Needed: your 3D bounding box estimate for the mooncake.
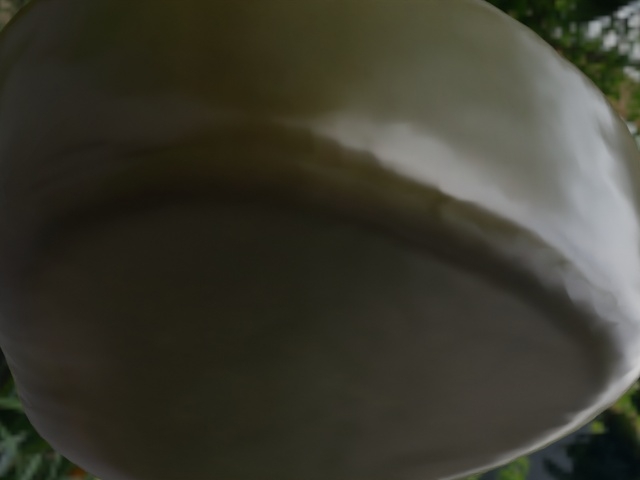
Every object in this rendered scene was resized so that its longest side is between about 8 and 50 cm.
[{"bbox_3d":[0.000,0.000,0.524,0.234,0.235,0.117,94,-4,-52],"label":"mooncake"}]
